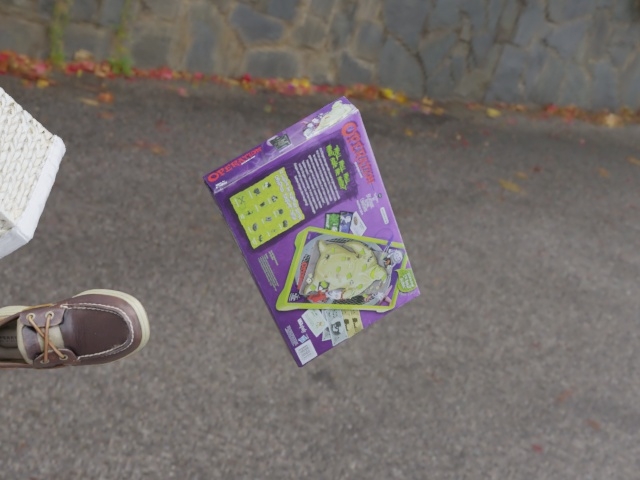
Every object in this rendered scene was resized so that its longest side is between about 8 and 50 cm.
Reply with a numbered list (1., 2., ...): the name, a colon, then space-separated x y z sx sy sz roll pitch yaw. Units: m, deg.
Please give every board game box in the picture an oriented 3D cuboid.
1. board game box: 0.000 0.000 1.367 0.208 0.347 0.056 -28 42 -6

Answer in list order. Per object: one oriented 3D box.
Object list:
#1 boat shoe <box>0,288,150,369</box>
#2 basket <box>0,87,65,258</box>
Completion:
1. boat shoe: -0.428 0.155 1.636 0.342 0.123 0.123 -4 13 27
2. basket: -0.732 -0.111 2.045 0.266 0.328 0.331 48 27 -32
